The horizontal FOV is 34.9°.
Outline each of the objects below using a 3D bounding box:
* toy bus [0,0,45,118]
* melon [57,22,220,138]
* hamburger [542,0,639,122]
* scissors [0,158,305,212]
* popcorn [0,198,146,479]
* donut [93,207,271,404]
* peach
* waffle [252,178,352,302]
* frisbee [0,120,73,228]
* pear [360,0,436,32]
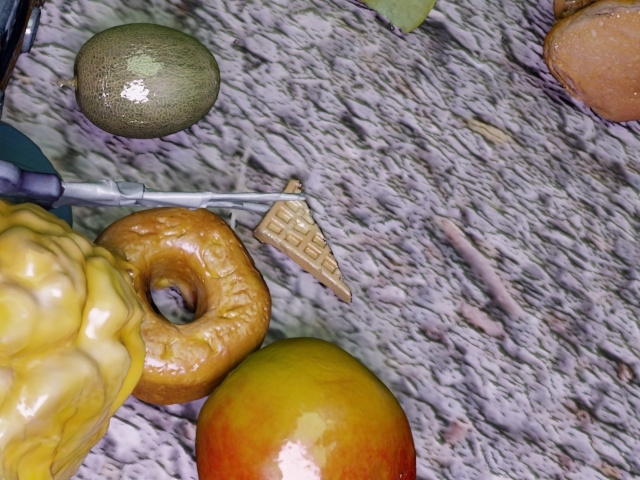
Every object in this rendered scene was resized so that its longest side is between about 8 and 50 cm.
[{"bbox_3d":[-0.400,-0.242,1.108,0.162,0.194,0.323,17,49,-13],"label":"toy bus"},{"bbox_3d":[-0.213,-0.188,1.205,0.192,0.139,0.139,-4,68,-22],"label":"melon"},{"bbox_3d":[0.438,-0.319,1.469,0.261,0.245,0.211,17,61,11],"label":"hamburger"},{"bbox_3d":[-0.209,-0.045,1.001,0.384,0.256,0.029,2,81,-18],"label":"scissors"},{"bbox_3d":[-0.339,0.100,0.911,0.382,0.349,0.349,37,58,7],"label":"popcorn"},{"bbox_3d":[-0.163,0.068,1.118,0.227,0.114,0.226,8,65,-17],"label":"donut"},{"bbox_3d":[-0.015,0.216,1.050,0.231,0.231,0.230,9,63,-17],"label":"peach"},{"bbox_3d":[0.000,0.000,1.264,0.153,0.023,0.097,37,59,1],"label":"waffle"},{"bbox_3d":[-0.414,-0.030,1.103,0.290,0.049,0.289,9,63,-17],"label":"frisbee"},{"bbox_3d":[0.076,-0.460,1.388,0.288,0.239,0.139,33,59,-5],"label":"pear"}]
